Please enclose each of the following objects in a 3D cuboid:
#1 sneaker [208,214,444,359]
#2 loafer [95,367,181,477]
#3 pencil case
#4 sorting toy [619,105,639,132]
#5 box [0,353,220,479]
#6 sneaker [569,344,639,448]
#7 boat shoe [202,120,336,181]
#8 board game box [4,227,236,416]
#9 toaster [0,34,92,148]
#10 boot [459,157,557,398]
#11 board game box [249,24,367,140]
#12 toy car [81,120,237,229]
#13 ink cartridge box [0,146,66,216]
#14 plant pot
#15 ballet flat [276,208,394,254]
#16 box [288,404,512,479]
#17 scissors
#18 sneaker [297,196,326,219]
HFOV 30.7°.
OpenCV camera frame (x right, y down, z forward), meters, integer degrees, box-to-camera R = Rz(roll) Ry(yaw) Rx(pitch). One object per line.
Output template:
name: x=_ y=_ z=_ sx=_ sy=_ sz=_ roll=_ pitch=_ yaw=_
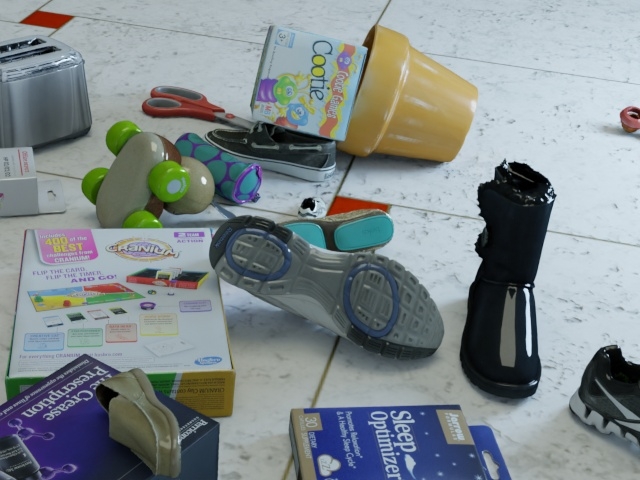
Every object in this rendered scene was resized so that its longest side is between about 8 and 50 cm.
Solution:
sneaker: x=0.012 y=0.057 z=1.409 sx=0.297 sy=0.111 sz=0.129 roll=26 pitch=-9 yaw=4
loafer: x=-0.165 y=0.168 z=1.053 sx=0.050 sy=0.056 sz=0.148 roll=-8 pitch=25 yaw=-24
pencil case: x=-0.153 y=-0.108 z=1.723 sx=0.151 sy=0.064 sz=0.070 roll=28 pitch=53 yaw=34
sorting toy: x=0.565 y=-0.198 z=2.021 sx=0.102 sy=0.042 sz=0.061 roll=25 pitch=49 yaw=11
box: x=-0.244 y=0.232 z=1.081 sx=0.184 sy=0.103 sz=0.261 roll=24 pitch=35 yaw=26
sneaker: x=0.375 y=0.185 z=1.242 sx=0.234 sy=0.106 sz=0.078 roll=28 pitch=38 yaw=35
boat shoe: x=-0.079 y=-0.152 z=1.805 sx=0.219 sy=0.070 sz=0.078 roll=12 pitch=30 yaw=13
board game box: x=-0.233 y=0.088 z=1.367 sx=0.242 sy=0.064 sz=0.316 roll=0 pitch=30 yaw=-9
toaster: x=-0.462 y=-0.225 z=1.802 sx=0.227 sy=0.147 sz=0.129 roll=-23 pitch=39 yaw=-39
boot: x=0.223 y=0.038 z=1.378 sx=0.094 sy=0.207 sz=0.246 roll=6 pitch=30 yaw=1
board game box: x=-0.026 y=-0.249 z=1.805 sx=0.142 sy=0.144 sz=0.275 roll=13 pitch=9 yaw=-7
toy car: x=-0.204 y=-0.062 z=1.615 sx=0.188 sy=0.149 sz=0.155 roll=17 pitch=18 yaw=-46
ink cartridge box: x=-0.453 y=-0.082 z=1.637 sx=0.181 sy=0.062 sz=0.104 roll=-4 pitch=31 yaw=-16
plant pot: x=0.139 y=-0.214 z=1.841 sx=0.187 sy=0.205 sz=0.205 roll=18 pitch=29 yaw=-7
ballet flat: x=0.000 y=0.000 z=1.573 sx=0.206 sy=0.073 sz=0.067 roll=-7 pitch=4 yaw=-24
box: x=0.086 y=0.224 z=1.206 sx=0.225 sy=0.037 sz=0.136 roll=1 pitch=30 yaw=-9
scissors: x=-0.161 y=-0.214 z=1.951 sx=0.297 sy=0.021 sz=0.109 roll=12 pitch=29 yaw=16
sneaker: x=-0.010 y=-0.048 z=1.667 sx=0.031 sy=0.037 sz=0.083 roll=10 pitch=28 yaw=12
